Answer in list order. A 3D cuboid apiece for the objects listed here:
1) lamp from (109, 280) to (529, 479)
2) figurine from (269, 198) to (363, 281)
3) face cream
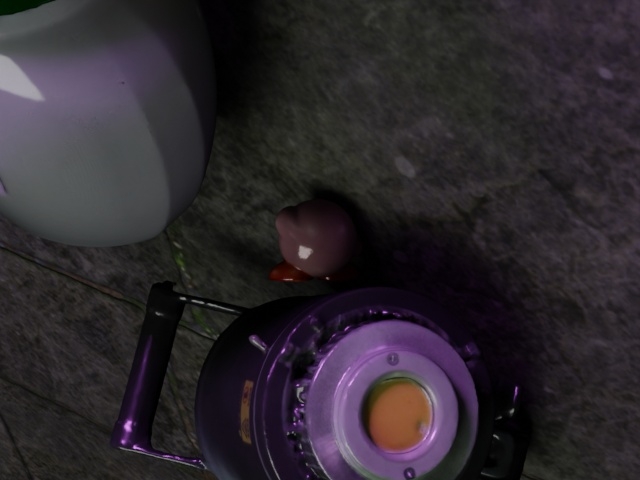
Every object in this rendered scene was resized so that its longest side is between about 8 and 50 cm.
[{"bbox_3d":[0.007,0.140,1.239,0.374,0.205,0.272,14,169,1],"label":"lamp"},{"bbox_3d":[0.000,0.000,1.253,0.067,0.083,0.071,4,93,61],"label":"figurine"},{"bbox_3d":[-0.217,-0.163,1.116,0.312,0.219,0.357,36,156,25],"label":"face cream"}]
